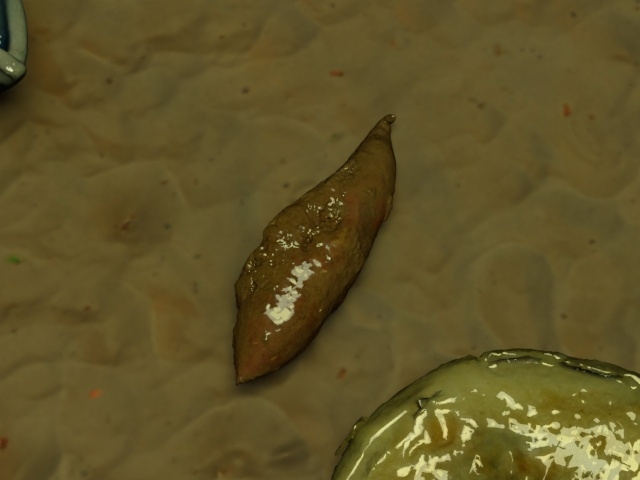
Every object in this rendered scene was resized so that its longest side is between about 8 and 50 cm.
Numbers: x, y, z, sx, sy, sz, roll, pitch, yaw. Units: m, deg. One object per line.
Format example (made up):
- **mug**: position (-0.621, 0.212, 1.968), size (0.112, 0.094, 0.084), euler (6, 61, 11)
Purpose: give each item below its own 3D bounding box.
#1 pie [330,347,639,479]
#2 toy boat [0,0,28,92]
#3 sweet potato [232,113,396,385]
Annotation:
- **pie**: position (0.125, 0.189, 0.919), size (0.274, 0.055, 0.274), euler (2, 69, -5)
- **toy boat**: position (-0.285, -0.192, 0.971), size (0.309, 0.142, 0.129), euler (43, 70, 11)
- **sweet potato**: position (0.000, 0.000, 0.975), size (0.068, 0.060, 0.206), euler (47, 58, -22)
